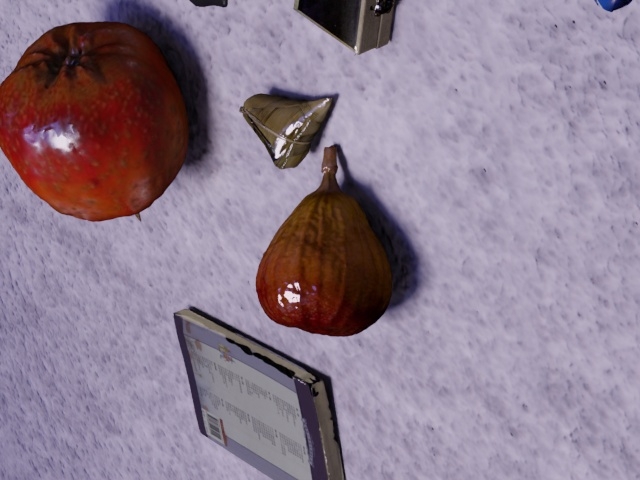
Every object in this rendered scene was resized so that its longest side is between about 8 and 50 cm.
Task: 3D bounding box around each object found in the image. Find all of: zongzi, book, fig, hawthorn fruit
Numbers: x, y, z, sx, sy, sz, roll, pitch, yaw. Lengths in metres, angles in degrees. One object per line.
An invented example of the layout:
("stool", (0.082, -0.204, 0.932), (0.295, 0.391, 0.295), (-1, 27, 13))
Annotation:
("zongzi", (-0.029, -0.113, 1.220), (0.076, 0.040, 0.083), (53, 134, 27))
("book", (-0.062, 0.169, 1.468), (0.231, 0.026, 0.157), (23, 132, 46))
("fig", (-0.007, 0.012, 1.200), (0.119, 0.119, 0.153), (-28, 87, 57))
("hawthorn fruit", (-0.202, -0.098, 1.359), (0.179, 0.179, 0.200), (27, 153, 43))

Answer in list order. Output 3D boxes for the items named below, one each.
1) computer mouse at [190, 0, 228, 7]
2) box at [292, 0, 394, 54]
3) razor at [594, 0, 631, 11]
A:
("computer mouse", (-0.095, -0.241, 1.198), (0.099, 0.057, 0.172), (52, 170, -10))
("box", (0.020, -0.192, 1.094), (0.083, 0.035, 0.079), (39, 140, 34))
("razor", (0.149, -0.292, 0.835), (0.093, 0.056, 0.324), (28, 138, 64))
